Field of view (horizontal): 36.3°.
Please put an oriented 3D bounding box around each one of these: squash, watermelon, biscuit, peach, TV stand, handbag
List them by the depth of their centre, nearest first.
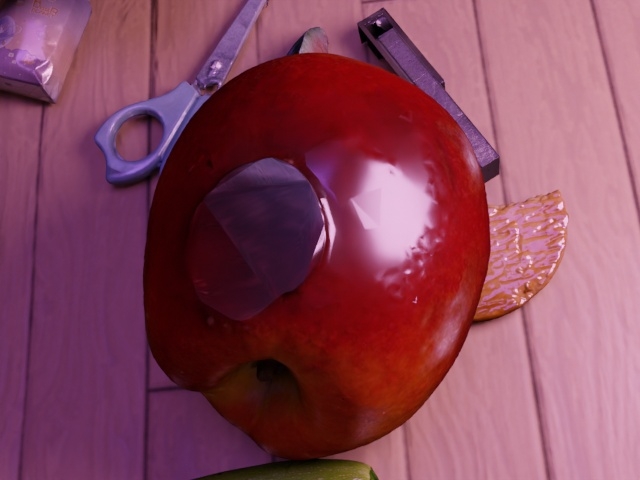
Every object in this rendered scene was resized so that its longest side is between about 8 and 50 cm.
[{"bbox_3d":[-0.010,0.009,0.959,0.335,0.310,0.406,14,80,22],"label":"peach"},{"bbox_3d":[-0.081,0.273,0.990,0.292,0.082,0.082,-14,64,2],"label":"squash"},{"bbox_3d":[0.173,0.022,1.092,0.224,0.033,0.144,-14,68,7],"label":"biscuit"},{"bbox_3d":[0.130,-0.176,1.182,0.040,0.049,0.256,-32,66,-5],"label":"TV stand"},{"bbox_3d":[-0.024,-0.207,1.218,0.101,0.080,0.155,-29,51,44],"label":"watermelon"},{"bbox_3d":[-0.375,-0.275,1.280,0.117,0.095,0.173,15,72,10],"label":"handbag"}]

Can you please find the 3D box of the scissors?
[{"bbox_3d":[-0.140,-0.202,1.247,0.191,0.029,0.360,22,69,13],"label":"scissors"}]
